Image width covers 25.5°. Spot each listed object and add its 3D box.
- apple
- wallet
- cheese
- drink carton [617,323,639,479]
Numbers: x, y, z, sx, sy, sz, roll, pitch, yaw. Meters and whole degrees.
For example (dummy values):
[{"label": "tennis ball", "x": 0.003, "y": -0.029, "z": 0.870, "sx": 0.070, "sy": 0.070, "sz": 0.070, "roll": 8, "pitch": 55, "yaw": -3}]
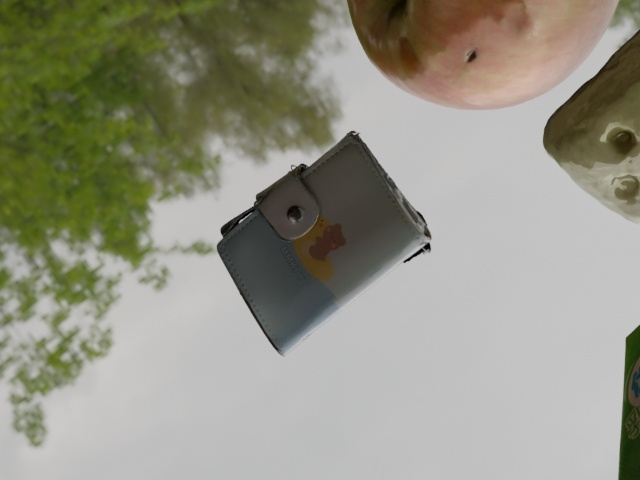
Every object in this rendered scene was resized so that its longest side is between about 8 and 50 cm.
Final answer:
[{"label": "apple", "x": 0.217, "y": -0.368, "z": 1.893, "sx": 0.346, "sy": 0.392, "sz": 0.391, "roll": -9, "pitch": -168, "yaw": -31}, {"label": "wallet", "x": 0.000, "y": 0.000, "z": 1.557, "sx": 0.231, "sy": 0.170, "sz": 0.069, "roll": -38, "pitch": 169, "yaw": 23}, {"label": "cheese", "x": 0.364, "y": -0.140, "z": 1.439, "sx": 0.263, "sy": 0.159, "sz": 0.093, "roll": -47, "pitch": -161, "yaw": 20}, {"label": "drink carton", "x": 0.323, "y": 0.164, "z": 1.147, "sx": 0.161, "sy": 0.108, "sz": 0.271, "roll": -54, "pitch": -164, "yaw": 48}]
